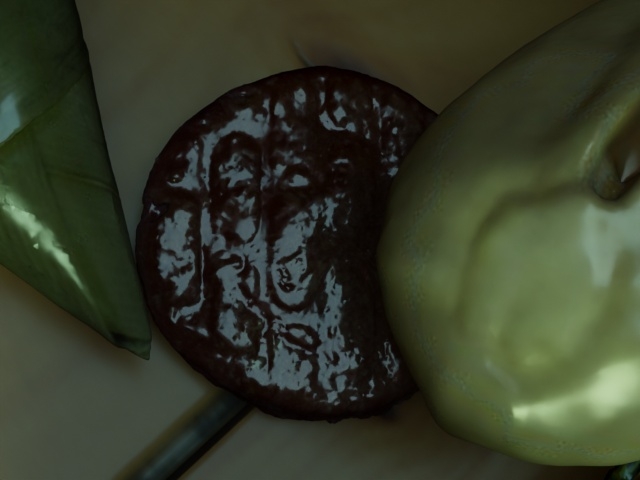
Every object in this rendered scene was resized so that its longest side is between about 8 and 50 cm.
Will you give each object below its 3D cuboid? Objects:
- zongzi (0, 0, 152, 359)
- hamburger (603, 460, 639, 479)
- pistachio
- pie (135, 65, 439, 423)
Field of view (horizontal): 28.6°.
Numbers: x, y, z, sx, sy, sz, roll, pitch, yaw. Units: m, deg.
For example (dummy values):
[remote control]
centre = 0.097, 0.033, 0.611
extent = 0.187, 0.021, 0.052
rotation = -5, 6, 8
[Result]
[zongzi]
centre = -0.242, -0.069, 0.542
extent = 0.290, 0.154, 0.317
rotation = -14, 88, -5
[hamburger]
centre = 0.189, 0.164, 0.601
extent = 0.189, 0.093, 0.164
rotation = -38, 86, -16
[pistachio]
centre = 0.152, -0.012, 0.574
extent = 0.299, 0.187, 0.187
rotation = -31, 86, -37
[pie]
centre = 0.000, 0.000, 0.619
extent = 0.182, 0.049, 0.182
rotation = 2, 79, -9
